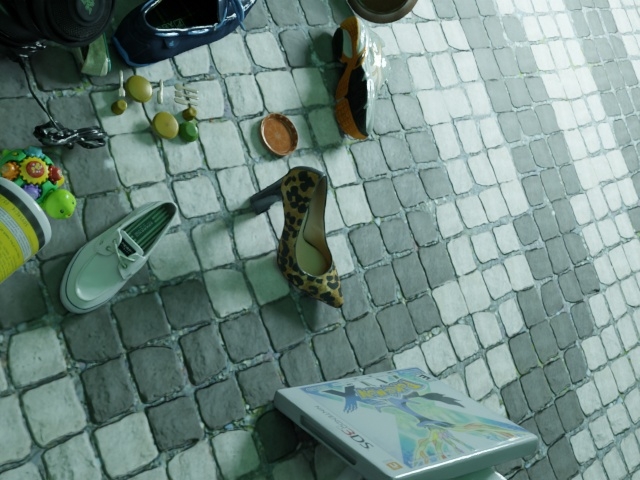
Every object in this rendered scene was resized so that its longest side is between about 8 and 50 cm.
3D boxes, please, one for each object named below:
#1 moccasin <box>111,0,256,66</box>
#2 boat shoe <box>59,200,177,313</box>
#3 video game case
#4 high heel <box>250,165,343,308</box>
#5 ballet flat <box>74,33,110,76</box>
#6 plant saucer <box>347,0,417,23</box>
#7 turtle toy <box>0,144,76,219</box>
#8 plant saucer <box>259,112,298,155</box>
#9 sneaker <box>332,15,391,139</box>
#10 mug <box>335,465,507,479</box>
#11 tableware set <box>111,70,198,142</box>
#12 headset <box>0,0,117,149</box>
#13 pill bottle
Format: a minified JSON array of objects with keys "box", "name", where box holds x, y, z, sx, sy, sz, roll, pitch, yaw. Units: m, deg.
[{"box":[-0.203,-0.401,1.318,0.138,0.116,0.342,50,52,-13],"name":"moccasin"},{"box":[-0.301,0.012,1.135,0.083,0.075,0.226,44,54,-17],"name":"boat shoe"},{"box":[0.138,0.297,1.249,0.328,0.300,0.036,-1,106,-38],"name":"video game case"},{"box":[0.000,0.000,1.296,0.093,0.186,0.261,-42,102,-38],"name":"high heel"},{"box":[-0.373,-0.344,1.212,0.052,0.057,0.168,-6,79,-28],"name":"ballet flat"},{"box":[0.132,-0.544,1.599,0.168,0.168,0.029,54,13,-10],"name":"plant saucer"},{"box":[-0.408,-0.082,1.090,0.130,0.066,0.095,49,53,-14],"name":"turtle toy"},{"box":[-0.078,-0.197,1.413,0.083,0.013,0.084,12,69,-33],"name":"plant saucer"},{"box":[0.101,-0.324,1.541,0.121,0.099,0.263,13,69,-38],"name":"sneaker"},{"box":[0.142,0.502,1.185,0.328,0.276,0.374,-40,103,-31],"name":"mug"},{"box":[-0.273,-0.219,1.268,0.154,0.024,0.104,7,75,-37],"name":"tableware set"},{"box":[-0.390,-0.334,1.102,0.185,0.243,0.395,-5,93,-58],"name":"headset"},{"box":[-0.464,0.022,0.980,0.119,0.119,0.208,50,52,-14],"name":"pill bottle"}]
